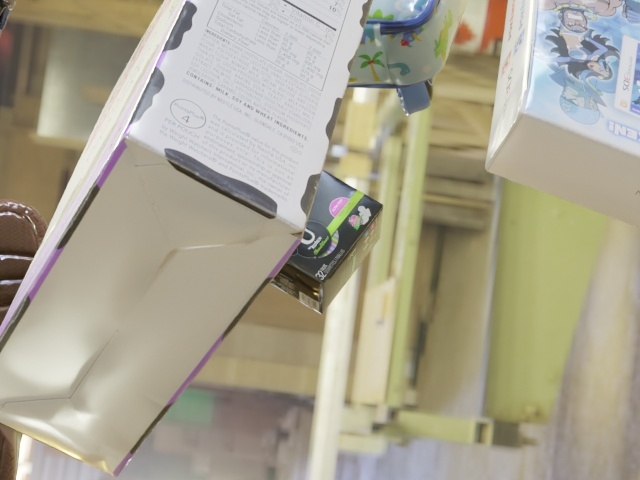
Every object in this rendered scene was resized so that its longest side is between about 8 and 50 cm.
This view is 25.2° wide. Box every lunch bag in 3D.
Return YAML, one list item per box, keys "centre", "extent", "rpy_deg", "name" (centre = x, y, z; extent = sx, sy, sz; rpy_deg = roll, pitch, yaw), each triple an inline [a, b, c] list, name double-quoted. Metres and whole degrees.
- centre: [0.022, -0.226, 1.359]
  extent: [0.176, 0.219, 0.090]
  rpy_deg: [-67, -29, -42]
  name: "lunch bag"

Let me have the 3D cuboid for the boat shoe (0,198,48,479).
- centre: [-0.257, 0.099, 1.070]
  extent: [0.095, 0.095, 0.257]
  rpy_deg: [136, 145, -73]
  name: "boat shoe"

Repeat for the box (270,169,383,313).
- centre: [0.000, 0.000, 1.079]
  extent: [0.083, 0.062, 0.052]
  rpy_deg: [-52, -17, -25]
  name: "box"

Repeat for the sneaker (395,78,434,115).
- centre: [0.104, -0.247, 1.481]
  extent: [0.081, 0.090, 0.232]
  rpy_deg: [68, -168, -78]
  name: "sneaker"

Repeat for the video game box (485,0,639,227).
- centre: [0.186, -0.075, 0.675]
  extent: [0.048, 0.205, 0.187]
  rpy_deg: [118, 169, -46]
  name: "video game box"

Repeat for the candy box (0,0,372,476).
- centre: [-0.053, -0.033, 0.569]
  extent: [0.165, 0.070, 0.196]
  rpy_deg: [-52, 16, 40]
  name: "candy box"

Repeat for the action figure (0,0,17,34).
- centre: [-0.339, -0.210, 1.183]
  extent: [0.330, 0.179, 0.341]
  rpy_deg: [123, 160, -47]
  name: "action figure"
